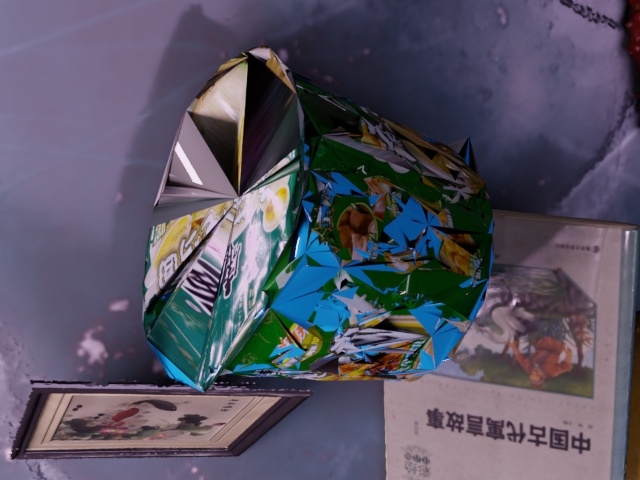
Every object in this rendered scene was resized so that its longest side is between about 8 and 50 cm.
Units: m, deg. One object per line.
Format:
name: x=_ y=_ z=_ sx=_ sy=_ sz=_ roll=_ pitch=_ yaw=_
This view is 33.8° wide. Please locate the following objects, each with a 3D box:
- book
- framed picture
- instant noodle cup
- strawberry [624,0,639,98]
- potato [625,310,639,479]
book: x=0.150 y=0.109 z=0.868 sx=0.214 sy=0.025 sz=0.283 roll=6 pitch=112 yaw=26
framed picture: x=-0.126 y=0.138 z=0.792 sx=0.199 sy=0.195 sz=0.010 roll=4 pitch=65 yaw=-20
instant noodle cup: x=0.000 y=0.000 z=0.745 sx=0.178 sy=0.240 sz=0.240 roll=16 pitch=104 yaw=-30
strawberry: x=0.347 y=-0.171 z=0.861 sx=0.188 sy=0.106 sz=0.286 roll=-33 pitch=117 yaw=-7
potato: x=0.255 y=0.174 z=0.939 sx=0.158 sy=0.178 sz=0.204 roll=-15 pitch=138 yaw=4
